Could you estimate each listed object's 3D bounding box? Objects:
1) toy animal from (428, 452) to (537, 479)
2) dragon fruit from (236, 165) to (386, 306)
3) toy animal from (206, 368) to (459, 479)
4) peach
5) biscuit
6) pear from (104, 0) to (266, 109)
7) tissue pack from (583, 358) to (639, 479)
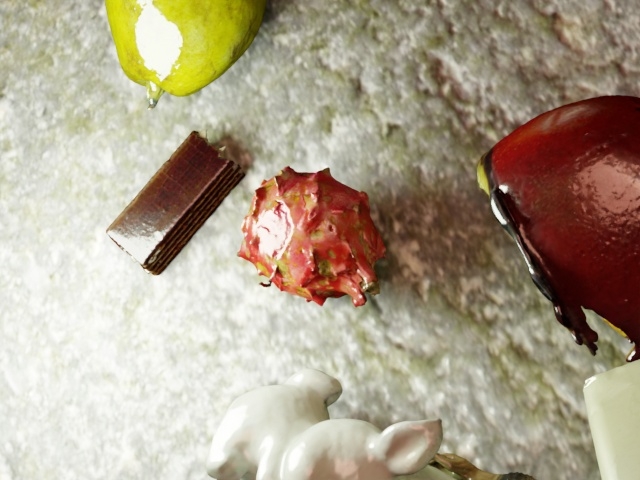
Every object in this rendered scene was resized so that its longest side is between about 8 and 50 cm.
[{"bbox_3d":[0.211,0.355,1.839,0.219,0.069,0.086,17,52,18],"label":"toy animal"},{"bbox_3d":[0.000,0.000,1.978,0.268,0.210,0.205,39,124,29],"label":"dragon fruit"},{"bbox_3d":[0.032,0.307,1.812,0.367,0.196,0.241,9,58,40],"label":"toy animal"},{"bbox_3d":[0.414,-0.022,1.760,0.416,0.339,0.353,13,97,8],"label":"peach"},{"bbox_3d":[-0.244,-0.068,2.149,0.106,0.070,0.252,37,84,26],"label":"biscuit"},{"bbox_3d":[-0.240,-0.404,2.179,0.287,0.287,0.375,17,92,23],"label":"pear"},{"bbox_3d":[0.502,0.298,1.528,0.297,0.207,0.380,-25,29,16],"label":"tissue pack"}]
